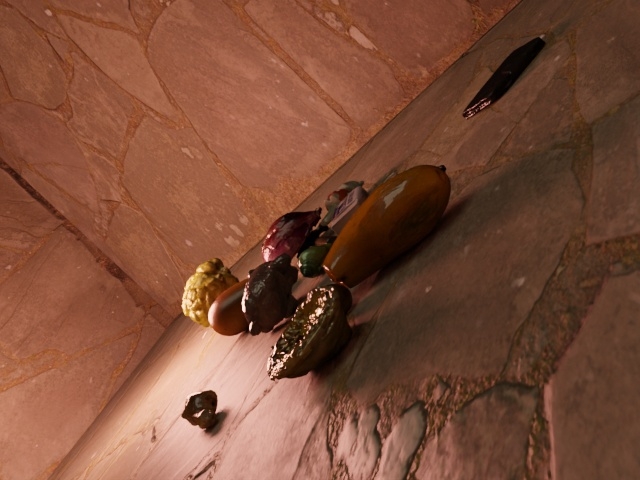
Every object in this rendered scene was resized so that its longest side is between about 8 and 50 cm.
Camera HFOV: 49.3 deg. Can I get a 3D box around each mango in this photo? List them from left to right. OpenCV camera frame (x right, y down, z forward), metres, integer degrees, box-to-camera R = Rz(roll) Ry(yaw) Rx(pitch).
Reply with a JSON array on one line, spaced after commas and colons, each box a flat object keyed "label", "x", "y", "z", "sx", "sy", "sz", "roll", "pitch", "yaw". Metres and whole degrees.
[{"label": "mango", "x": -0.250, "y": 0.205, "z": 2.271, "sx": 0.255, "sy": 0.139, "sz": 0.175, "roll": -38, "pitch": 20, "yaw": -6}, {"label": "mango", "x": 0.141, "y": -0.031, "z": 1.515, "sx": 0.359, "sy": 0.144, "sz": 0.187, "roll": -44, "pitch": 5, "yaw": 28}]

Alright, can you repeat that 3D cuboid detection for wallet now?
[{"label": "wallet", "x": 0.550, "y": -0.495, "z": 2.101, "sx": 0.309, "sy": 0.042, "sz": 0.165, "roll": -49, "pitch": 8, "yaw": -22}]

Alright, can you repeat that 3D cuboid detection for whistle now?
[{"label": "whistle", "x": 0.076, "y": -0.135, "z": 2.452, "sx": 0.253, "sy": 0.106, "sz": 0.101, "roll": -51, "pitch": -19, "yaw": -36}]

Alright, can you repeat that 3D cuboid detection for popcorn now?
[{"label": "popcorn", "x": -0.407, "y": 0.211, "z": 2.644, "sx": 0.235, "sy": 0.241, "sz": 0.250, "roll": -40, "pitch": 12, "yaw": 13}]

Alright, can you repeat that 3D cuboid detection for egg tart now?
[{"label": "egg tart", "x": -0.015, "y": 0.192, "z": 1.375, "sx": 0.252, "sy": 0.098, "sz": 0.231, "roll": -42, "pitch": 15, "yaw": 47}]

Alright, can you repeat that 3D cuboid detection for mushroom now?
[{"label": "mushroom", "x": 0.018, "y": 0.138, "z": 1.535, "sx": 0.129, "sy": 0.073, "sz": 0.088, "roll": 157, "pitch": 130, "yaw": -72}]

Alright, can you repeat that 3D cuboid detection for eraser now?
[{"label": "eraser", "x": 0.100, "y": -0.093, "z": 2.245, "sx": 0.124, "sy": 0.068, "sz": 0.210, "roll": -42, "pitch": 10, "yaw": 17}]

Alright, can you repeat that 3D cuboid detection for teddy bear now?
[{"label": "teddy bear", "x": -0.137, "y": 0.144, "z": 1.916, "sx": 0.267, "sy": 0.151, "sz": 0.235, "roll": -122, "pitch": 48, "yaw": -77}]

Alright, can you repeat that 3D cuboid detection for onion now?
[{"label": "onion", "x": -0.111, "y": -0.030, "z": 2.448, "sx": 0.283, "sy": 0.120, "sz": 0.227, "roll": -49, "pitch": 17, "yaw": 17}]

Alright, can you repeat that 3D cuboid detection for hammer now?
[{"label": "hammer", "x": 0.000, "y": 0.000, "z": 2.351, "sx": 0.168, "sy": 0.044, "sz": 0.440, "roll": -45, "pitch": 8, "yaw": -8}]

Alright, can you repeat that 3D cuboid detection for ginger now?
[{"label": "ginger", "x": -0.280, "y": 0.409, "z": 1.695, "sx": 0.096, "sy": 0.067, "sz": 0.165, "roll": -49, "pitch": 22, "yaw": -22}]

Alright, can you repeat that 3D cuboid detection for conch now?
[{"label": "conch", "x": -0.018, "y": 0.062, "z": 2.048, "sx": 0.094, "sy": 0.080, "sz": 0.201, "roll": -56, "pitch": -12, "yaw": 18}]
